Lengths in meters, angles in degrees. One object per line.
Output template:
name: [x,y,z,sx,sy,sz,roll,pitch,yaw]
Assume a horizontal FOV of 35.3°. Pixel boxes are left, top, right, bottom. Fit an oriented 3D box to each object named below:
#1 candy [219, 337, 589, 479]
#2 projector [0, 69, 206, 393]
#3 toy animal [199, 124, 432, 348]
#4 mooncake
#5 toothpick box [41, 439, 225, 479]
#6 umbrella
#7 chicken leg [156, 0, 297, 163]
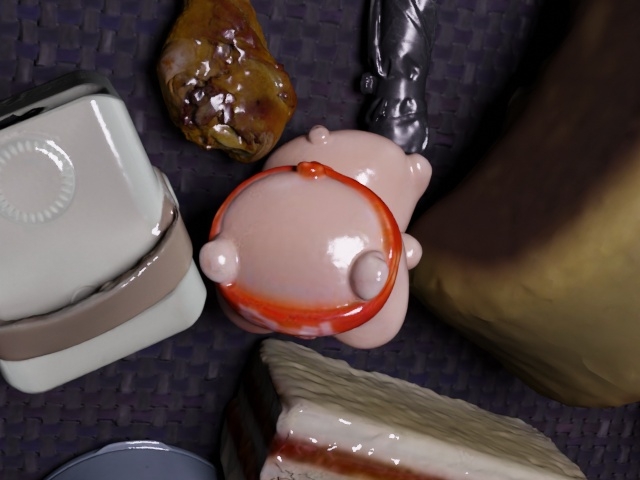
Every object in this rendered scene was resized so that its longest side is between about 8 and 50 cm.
candy: [0.072,0.209,0.899,0.320,0.179,0.135,19,97,-20]
projector: [-0.189,-0.016,0.737,0.163,0.242,0.177,-24,110,-7]
toy animal: [0.000,0.000,0.795,0.171,0.198,0.171,8,121,13]
mooncake: [0.249,-0.065,0.859,0.246,0.393,0.394,32,133,-20]
toothpick box: [-0.144,0.332,0.773,0.263,0.354,0.263,-4,104,-15]
umbrella: [0.073,-0.160,0.874,0.066,0.059,0.236,-3,104,-41]
chicken leg: [-0.083,-0.186,0.816,0.107,0.087,0.252,-11,100,-35]
